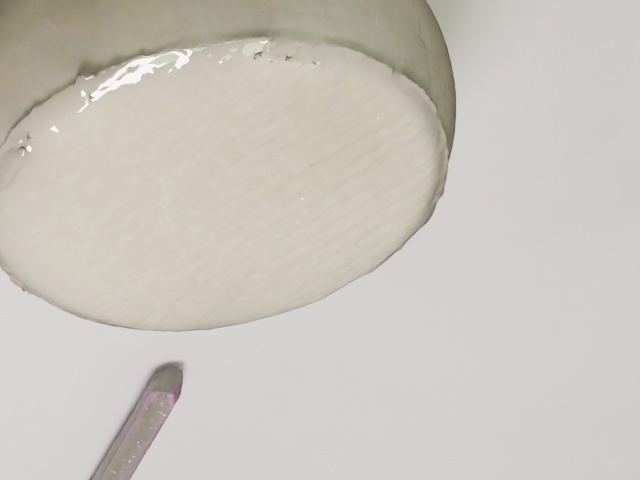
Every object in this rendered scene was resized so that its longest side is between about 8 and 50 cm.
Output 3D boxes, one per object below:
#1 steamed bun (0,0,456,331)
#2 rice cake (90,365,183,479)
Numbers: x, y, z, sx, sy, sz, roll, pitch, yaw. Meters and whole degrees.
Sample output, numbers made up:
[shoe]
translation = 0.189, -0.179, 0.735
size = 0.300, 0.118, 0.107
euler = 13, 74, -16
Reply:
[steamed bun]
translation = -0.088, -0.109, 1.257
size = 0.374, 0.241, 0.374
euler = -7, 144, -5
[rice cake]
translation = -0.185, 0.202, 1.644
size = 0.036, 0.047, 0.207
euler = 20, 123, -18
